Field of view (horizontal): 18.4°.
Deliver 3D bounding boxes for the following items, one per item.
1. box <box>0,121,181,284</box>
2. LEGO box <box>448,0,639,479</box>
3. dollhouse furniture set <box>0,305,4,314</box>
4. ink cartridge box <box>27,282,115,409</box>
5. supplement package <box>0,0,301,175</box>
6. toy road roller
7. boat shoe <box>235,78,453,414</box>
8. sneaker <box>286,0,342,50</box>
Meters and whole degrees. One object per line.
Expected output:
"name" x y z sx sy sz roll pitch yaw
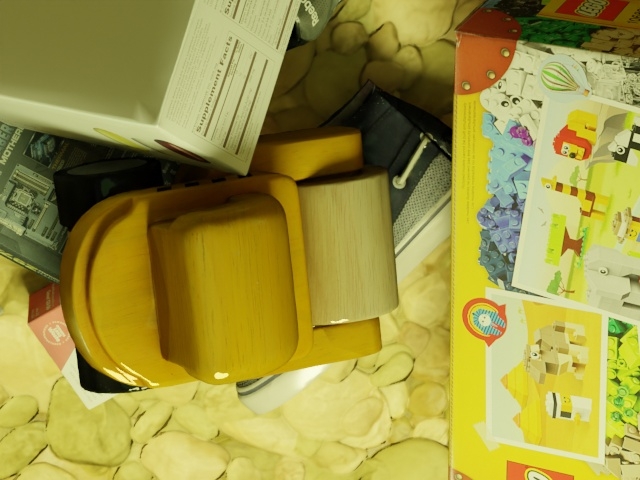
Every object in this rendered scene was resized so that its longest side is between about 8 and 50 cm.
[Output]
"box" -0.215 -0.080 1.796 0.183 0.059 0.233 28 78 -11
"LEGO box" 0.318 0.036 1.779 0.372 0.193 0.500 10 119 22
"dollhouse furniture set" -0.481 0.059 1.839 0.198 0.303 0.286 -42 99 -27
"ink cartridge box" -0.172 0.063 1.928 0.198 0.067 0.115 -30 114 7
"supplement package" -0.173 -0.187 1.638 0.145 0.262 0.204 28 77 -58
"toy road roller" -0.060 0.027 1.682 0.329 0.240 0.203 -10 101 -24
"boat shoe" 0.000 0.000 1.903 0.158 0.127 0.340 41 96 -15
"sneaker" -0.007 -0.232 1.793 0.234 0.106 0.078 -39 114 11
